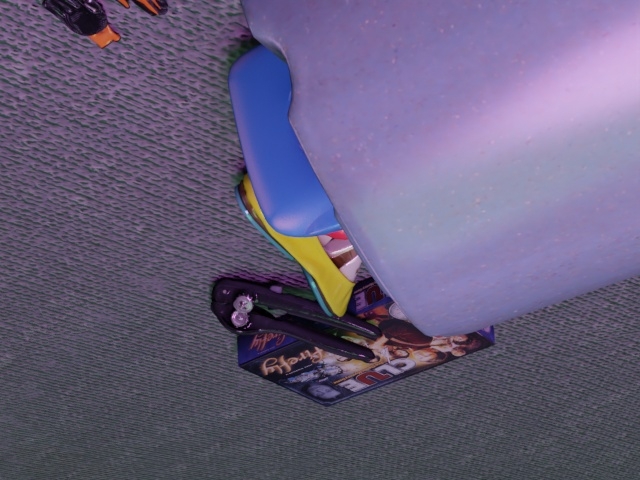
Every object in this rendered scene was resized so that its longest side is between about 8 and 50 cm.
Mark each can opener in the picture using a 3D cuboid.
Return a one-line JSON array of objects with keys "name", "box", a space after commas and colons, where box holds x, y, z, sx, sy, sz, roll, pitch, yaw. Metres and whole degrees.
[{"name": "can opener", "box": [-0.026, 0.080, 1.160, 0.186, 0.059, 0.073, 12, -169, 7]}]

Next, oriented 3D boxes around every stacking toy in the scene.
[{"name": "stacking toy", "box": [0.050, -0.052, 0.928, 0.175, 0.166, 0.302, -19, 161, 5]}]

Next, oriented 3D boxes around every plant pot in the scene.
[{"name": "plant pot", "box": [0.154, -0.130, 0.556, 0.334, 0.341, 0.341, -25, 143, 12]}]

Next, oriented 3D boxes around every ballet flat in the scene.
[{"name": "ballet flat", "box": [0.000, 0.000, 1.052, 0.077, 0.077, 0.231, -28, 141, 7]}]

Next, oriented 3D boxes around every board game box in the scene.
[{"name": "board game box", "box": [0.051, 0.112, 1.255, 0.243, 0.042, 0.165, -26, 142, 30]}]

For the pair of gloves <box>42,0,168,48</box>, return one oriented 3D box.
[{"name": "pair of gloves", "box": [-0.157, -0.175, 0.811, 0.083, 0.010, 0.074, -21, 145, 29]}]
